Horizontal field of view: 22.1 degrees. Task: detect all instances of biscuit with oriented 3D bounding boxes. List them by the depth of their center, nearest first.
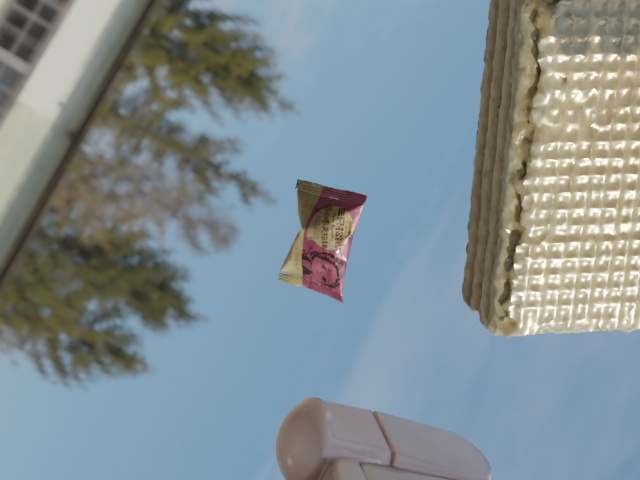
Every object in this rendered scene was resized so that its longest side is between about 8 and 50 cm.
[{"bbox_3d":[0.175,-0.147,0.989,0.078,0.144,0.426,-124,-146,-64],"label":"biscuit"}]

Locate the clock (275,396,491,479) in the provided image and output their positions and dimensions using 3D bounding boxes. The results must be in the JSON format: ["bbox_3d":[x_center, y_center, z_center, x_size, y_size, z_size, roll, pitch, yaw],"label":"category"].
[{"bbox_3d":[0.010,0.309,1.008,0.325,0.184,0.342,-60,-157,19],"label":"clock"}]

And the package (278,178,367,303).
[{"bbox_3d":[0.000,0.000,1.212,0.029,0.059,0.083,-12,116,-62],"label":"package"}]
